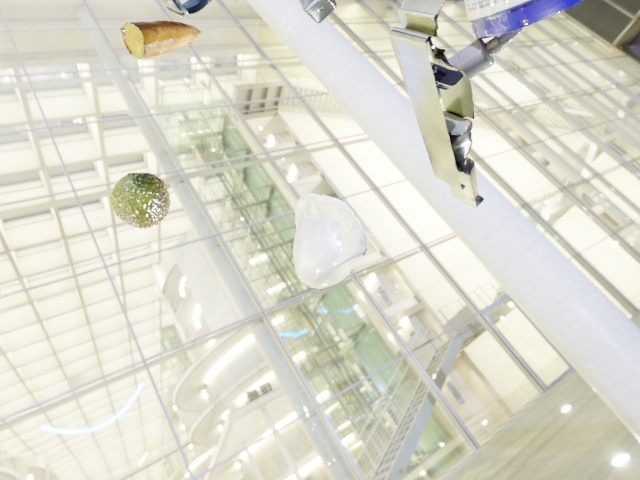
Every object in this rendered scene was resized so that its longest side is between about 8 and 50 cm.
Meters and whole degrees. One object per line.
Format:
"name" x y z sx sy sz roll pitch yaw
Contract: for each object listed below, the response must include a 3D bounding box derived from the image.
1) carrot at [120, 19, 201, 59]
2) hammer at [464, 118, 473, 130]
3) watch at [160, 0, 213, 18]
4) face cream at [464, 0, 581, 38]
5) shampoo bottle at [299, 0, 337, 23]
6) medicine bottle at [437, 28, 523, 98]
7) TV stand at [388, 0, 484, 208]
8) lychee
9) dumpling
"carrot" -0.323 -0.435 0.923 0.205 0.072 0.072 -43 -11 -50
"hammer" 0.310 -0.266 0.993 0.083 0.043 0.043 9 -40 -13
"watch" -0.294 -0.598 0.935 0.193 0.068 0.206 -43 -22 -49
"face cream" 0.350 -0.439 0.730 0.206 0.206 0.111 -30 -67 -10
"shampoo bottle" -0.034 -0.767 1.279 0.080 0.245 0.079 -32 -26 27
"medicine bottle" 0.281 -0.334 0.808 0.199 0.057 0.058 -27 -16 35
"TV stand" 0.115 -0.102 0.383 0.042 0.036 0.249 -51 -36 -7
"lychee" -0.361 -0.082 0.872 0.114 0.114 0.146 -24 -13 -23
"dumpling" -0.002 0.002 0.788 0.126 0.166 0.216 -24 -11 -5
